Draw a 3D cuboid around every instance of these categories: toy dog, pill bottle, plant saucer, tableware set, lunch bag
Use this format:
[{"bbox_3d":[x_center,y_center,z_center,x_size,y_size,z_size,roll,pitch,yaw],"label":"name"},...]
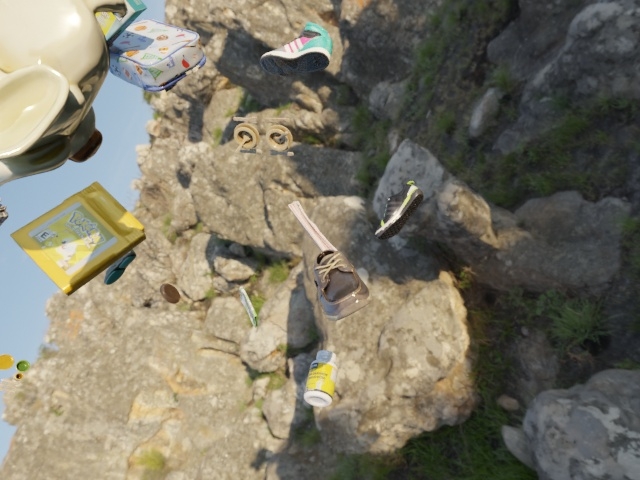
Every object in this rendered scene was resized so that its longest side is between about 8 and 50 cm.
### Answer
[{"bbox_3d":[-0.531,-0.274,0.795,0.395,0.284,0.408,-60,16,-21],"label":"toy dog"},{"bbox_3d":[0.006,0.496,1.617,0.103,0.103,0.184,118,171,-45],"label":"pill bottle"},{"bbox_3d":[-0.524,0.184,1.562,0.013,0.083,0.083,-39,20,16],"label":"plant saucer"},{"bbox_3d":[-0.920,0.364,1.267,0.024,0.154,0.104,-39,35,33],"label":"tableware set"},{"bbox_3d":[-0.184,-0.317,1.397,0.039,0.194,0.128,-70,-20,-48],"label":"tableware set"},{"bbox_3d":[-0.509,-0.578,1.382,0.243,0.303,0.115,-47,-29,-28],"label":"lunch bag"}]

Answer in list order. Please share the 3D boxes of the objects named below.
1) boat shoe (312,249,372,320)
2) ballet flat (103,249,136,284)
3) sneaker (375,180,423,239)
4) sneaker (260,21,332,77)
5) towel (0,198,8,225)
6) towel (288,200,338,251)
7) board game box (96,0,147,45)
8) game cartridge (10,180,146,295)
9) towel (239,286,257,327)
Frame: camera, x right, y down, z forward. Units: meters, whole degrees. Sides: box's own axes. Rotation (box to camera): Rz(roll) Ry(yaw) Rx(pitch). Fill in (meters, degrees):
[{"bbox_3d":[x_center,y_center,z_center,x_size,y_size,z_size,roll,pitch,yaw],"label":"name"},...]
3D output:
[{"bbox_3d":[0.032,0.103,1.157,0.132,0.130,0.355,-30,10,-4],"label":"boat shoe"},{"bbox_3d":[-0.849,0.101,1.878,0.213,0.068,0.072,-42,-18,22],"label":"ballet flat"},{"bbox_3d":[0.267,-0.106,1.591,0.235,0.084,0.097,-49,55,5],"label":"sneaker"},{"bbox_3d":[-0.078,-0.726,1.680,0.124,0.295,0.178,55,-133,-52],"label":"sneaker"},{"bbox_3d":[-1.337,-0.059,1.661,0.283,0.121,0.235,-27,-6,32],"label":"towel"},{"bbox_3d":[0.000,0.000,1.856,0.053,0.317,0.332,-37,-13,-1],"label":"towel"},{"bbox_3d":[-0.692,-0.645,1.233,0.336,0.254,0.079,-28,26,26],"label":"board game box"},{"bbox_3d":[-0.796,-0.018,1.495,0.323,0.285,0.053,-44,-11,-26],"label":"game cartridge"},{"bbox_3d":[-0.300,0.278,1.856,0.152,0.023,0.113,58,159,29],"label":"towel"}]
